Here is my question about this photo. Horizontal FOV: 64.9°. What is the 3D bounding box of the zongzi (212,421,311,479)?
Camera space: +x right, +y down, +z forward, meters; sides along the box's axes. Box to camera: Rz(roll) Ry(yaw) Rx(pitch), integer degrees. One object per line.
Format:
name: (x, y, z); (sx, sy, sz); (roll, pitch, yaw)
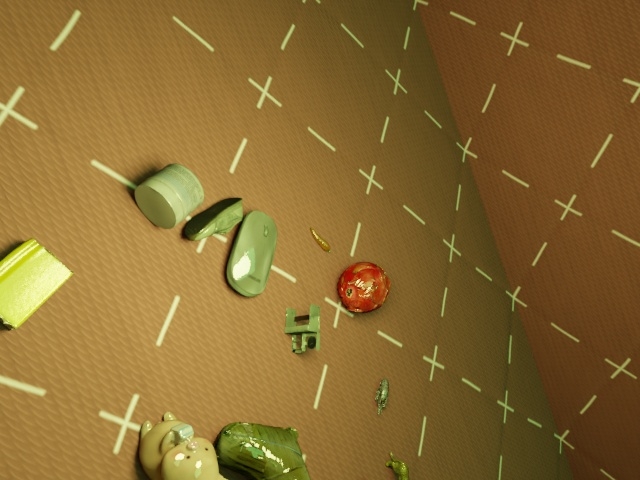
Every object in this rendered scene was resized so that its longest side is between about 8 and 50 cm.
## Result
zongzi: (-0.173, 0.764, 1.643); (0.323, 0.360, 0.159); (18, 111, -33)

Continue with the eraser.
eraser: (-0.826, 0.117, 1.388); (0.158, 0.069, 0.226); (51, 50, -23)

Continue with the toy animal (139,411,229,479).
toy animal: (-0.413, 0.654, 1.511); (0.195, 0.256, 0.212); (-6, 93, -44)

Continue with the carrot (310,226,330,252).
carrot: (0.000, 0.000, 2.201); (0.142, 0.035, 0.035); (49, 51, -16)

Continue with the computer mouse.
computer mouse: (-0.245, 0.049, 1.899); (0.197, 0.095, 0.330); (31, 65, -47)

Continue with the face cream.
face cream: (-0.501, -0.150, 1.682); (0.177, 0.177, 0.153); (56, 47, -16)

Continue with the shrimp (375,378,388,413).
shrimp: (0.274, 0.696, 2.246); (0.057, 0.065, 0.165); (23, 65, -1)

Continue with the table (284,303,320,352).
table: (-0.070, 0.346, 1.962); (0.063, 0.146, 0.175); (17, 67, -40)

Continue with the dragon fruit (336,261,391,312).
dragon fruit: (0.190, 0.205, 2.191); (0.253, 0.241, 0.240); (-20, 93, -29)

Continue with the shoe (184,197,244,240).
shoe: (-0.377, -0.063, 1.829); (0.275, 0.103, 0.098); (-38, 124, -40)

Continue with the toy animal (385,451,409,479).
toy animal: (0.360, 1.018, 2.181); (0.073, 0.136, 0.181); (-3, 80, -43)
